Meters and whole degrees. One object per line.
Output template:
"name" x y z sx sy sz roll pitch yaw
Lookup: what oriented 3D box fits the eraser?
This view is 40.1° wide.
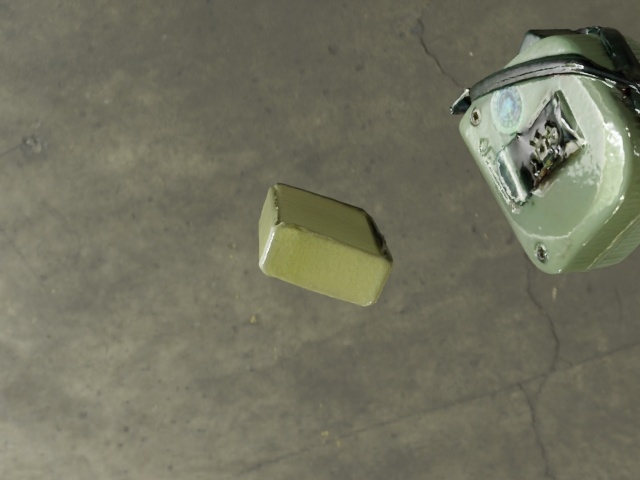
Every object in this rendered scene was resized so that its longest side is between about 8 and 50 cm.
"eraser" 0.000 0.000 0.862 0.117 0.172 0.058 17 104 -9

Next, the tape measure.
"tape measure" 0.222 -0.106 0.807 0.115 0.235 0.207 -9 148 -23
